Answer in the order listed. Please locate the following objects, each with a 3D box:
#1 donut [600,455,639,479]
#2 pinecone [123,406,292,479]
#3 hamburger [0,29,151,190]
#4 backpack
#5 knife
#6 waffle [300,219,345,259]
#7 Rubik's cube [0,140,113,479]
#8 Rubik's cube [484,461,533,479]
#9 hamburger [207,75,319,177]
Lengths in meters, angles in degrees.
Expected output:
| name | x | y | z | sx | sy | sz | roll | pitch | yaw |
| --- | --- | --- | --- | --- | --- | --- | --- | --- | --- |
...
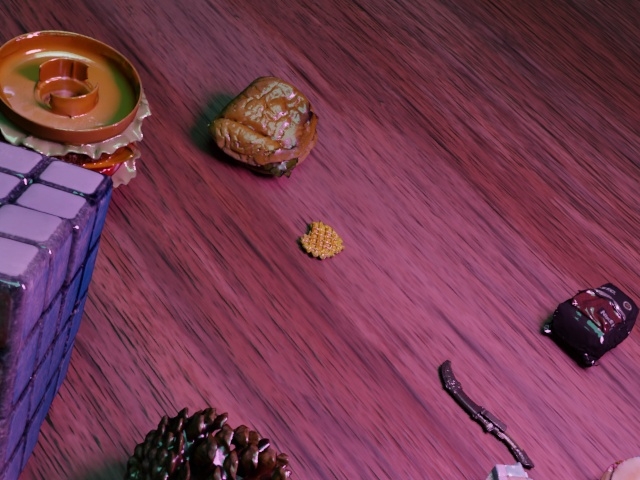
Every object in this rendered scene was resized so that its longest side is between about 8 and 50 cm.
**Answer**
| name | x | y | z | sx | sy | sz | roll | pitch | yaw |
| --- | --- | --- | --- | --- | --- | --- | --- | --- | --- |
| donut | 0.497 | 0.417 | 1.441 | 0.175 | 0.068 | 0.174 | 14 | 45 | -14 |
| pinecone | -0.143 | 0.313 | 1.201 | 0.205 | 0.184 | 0.179 | 29 | 12 | -30 |
| hamburger | -0.419 | -0.186 | 1.540 | 0.275 | 0.212 | 0.274 | 10 | 48 | -11 |
| backpack | 0.495 | 0.137 | 1.684 | 0.120 | 0.105 | 0.165 | 41 | 49 | 24 |
| knife | 0.261 | 0.279 | 1.509 | 0.046 | 0.021 | 0.222 | -17 | 55 | -38 |
| waffle | 0.001 | 0.002 | 1.676 | 0.078 | 0.016 | 0.085 | 38 | 46 | 16 |
| Rubik's cube | -0.474 | 0.075 | 1.113 | 0.344 | 0.344 | 0.337 | 17 | 26 | -5 |
| Rubik's cube | 0.277 | 0.370 | 1.388 | 0.084 | 0.073 | 0.075 | -5 | 49 | -29 |
| hamburger | -0.100 | -0.219 | 1.773 | 0.183 | 0.130 | 0.206 | 27 | 46 | 8 |
